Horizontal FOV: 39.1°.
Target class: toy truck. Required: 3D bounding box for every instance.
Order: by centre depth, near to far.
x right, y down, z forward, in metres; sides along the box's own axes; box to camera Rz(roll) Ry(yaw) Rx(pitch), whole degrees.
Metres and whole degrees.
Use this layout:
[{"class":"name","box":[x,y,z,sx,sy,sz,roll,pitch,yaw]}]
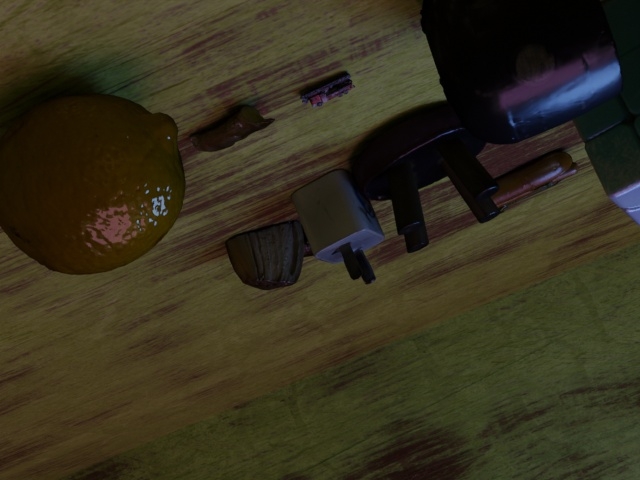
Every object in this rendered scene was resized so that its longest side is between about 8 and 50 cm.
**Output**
[{"class":"toy truck","box":[0.010,-0.227,1.366,0.083,0.024,0.032,-25,139,4]}]

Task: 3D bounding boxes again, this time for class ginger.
[{"class":"ginger","box":[-0.130,-0.168,1.355,0.137,0.044,0.057,-24,-168,27]}]

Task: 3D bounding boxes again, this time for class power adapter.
[{"class":"power adapter","box":[0.047,-0.012,1.721,0.125,0.205,0.130,-28,162,17]}]

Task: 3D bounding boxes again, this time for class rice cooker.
[{"class":"rice cooker","box":[0.262,-0.266,1.198,0.224,0.267,0.267,-20,163,17]}]

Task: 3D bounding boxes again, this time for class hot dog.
[{"class":"hot dog","box":[0.472,-0.128,2.080,0.249,0.068,0.100,-27,162,17]}]

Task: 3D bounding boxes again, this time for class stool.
[{"class":"stool","box":[0.209,-0.111,1.664,0.272,0.179,0.272,-20,163,-7]}]

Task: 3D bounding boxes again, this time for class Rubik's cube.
[{"class":"Rubik's cube","box":[0.598,-0.233,1.502,0.321,0.316,0.318,-29,154,24]}]

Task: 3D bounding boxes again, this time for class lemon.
[{"class":"lemon","box":[-0.286,-0.074,1.140,0.253,0.229,0.228,-14,163,14]}]

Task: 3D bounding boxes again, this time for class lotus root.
[{"class":"lotus root","box":[-0.113,0.037,1.842,0.159,0.135,0.095,-4,159,-10]}]

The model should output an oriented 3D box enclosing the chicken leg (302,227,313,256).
[{"class":"chicken leg","box":[0.000,0.000,1.931,0.233,0.063,0.105,-8,152,-31]}]
